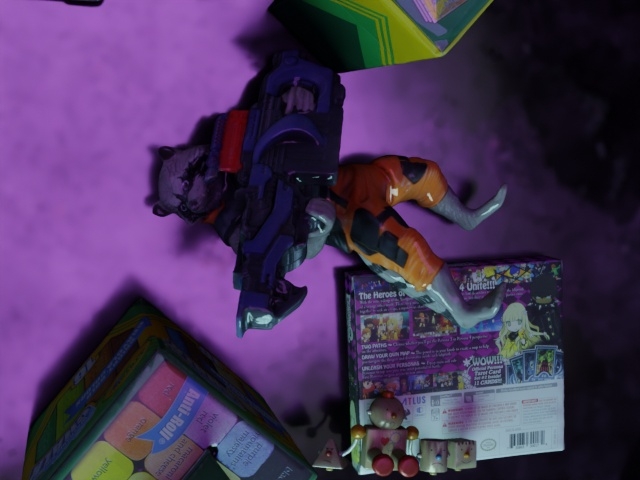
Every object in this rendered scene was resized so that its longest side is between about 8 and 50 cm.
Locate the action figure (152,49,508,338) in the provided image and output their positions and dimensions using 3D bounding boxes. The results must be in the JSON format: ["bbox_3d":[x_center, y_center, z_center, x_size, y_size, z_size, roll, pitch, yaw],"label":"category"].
[{"bbox_3d":[0.000,0.000,0.944,0.330,0.178,0.341,18,47,-1],"label":"action figure"}]

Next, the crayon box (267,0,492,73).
[{"bbox_3d":[0.136,-0.314,0.894,0.106,0.313,0.363,42,85,-14],"label":"crayon box"}]

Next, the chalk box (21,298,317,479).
[{"bbox_3d":[-0.137,0.193,0.895,0.179,0.289,0.180,41,85,-14],"label":"chalk box"}]

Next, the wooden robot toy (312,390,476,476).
[{"bbox_3d":[0.076,0.189,1.019,0.173,0.076,0.079,4,86,-14],"label":"wooden robot toy"}]

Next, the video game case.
[{"bbox_3d":[0.143,0.128,1.083,0.232,0.042,0.210,-5,98,-13],"label":"video game case"}]
